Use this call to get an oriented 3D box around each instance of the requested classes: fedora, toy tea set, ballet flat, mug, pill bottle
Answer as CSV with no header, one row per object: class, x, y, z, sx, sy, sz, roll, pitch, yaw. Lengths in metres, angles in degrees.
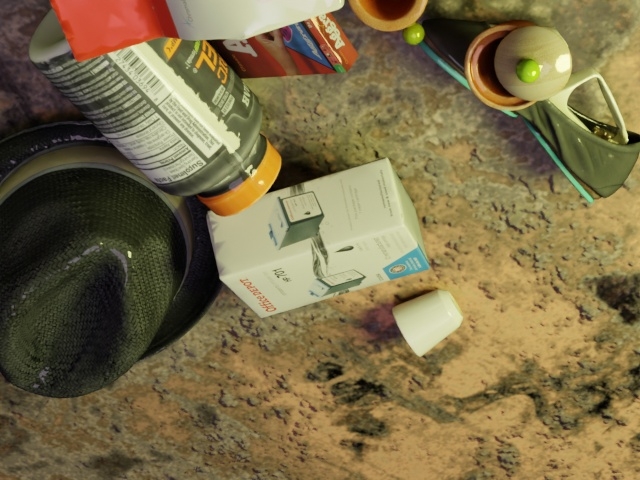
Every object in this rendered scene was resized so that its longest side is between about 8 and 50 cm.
fedora,-0.245,0.047,1.374,0.334,0.152,0.334,-1,129,-2
toy tea set,0.078,-0.244,1.113,0.336,0.124,0.200,34,119,2
ballet flat,0.210,-0.146,1.286,0.096,0.095,0.280,-44,124,16
mug,0.122,0.084,1.489,0.064,0.078,0.062,-31,91,10
pill bottle,-0.142,-0.130,1.253,0.130,0.130,0.245,-31,124,20

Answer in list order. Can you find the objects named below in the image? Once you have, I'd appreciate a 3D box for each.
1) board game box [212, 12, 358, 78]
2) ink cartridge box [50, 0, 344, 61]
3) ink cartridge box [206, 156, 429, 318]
board game box,-0.093,-0.253,1.173,0.145,0.027,0.281,5,142,46
ink cartridge box,-0.117,-0.242,1.069,0.232,0.066,0.189,-19,123,1
ink cartridge box,0.000,0.000,1.359,0.191,0.082,0.139,-18,157,9
